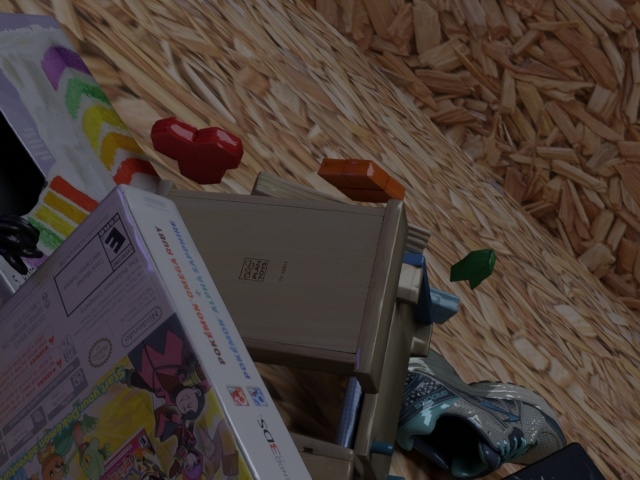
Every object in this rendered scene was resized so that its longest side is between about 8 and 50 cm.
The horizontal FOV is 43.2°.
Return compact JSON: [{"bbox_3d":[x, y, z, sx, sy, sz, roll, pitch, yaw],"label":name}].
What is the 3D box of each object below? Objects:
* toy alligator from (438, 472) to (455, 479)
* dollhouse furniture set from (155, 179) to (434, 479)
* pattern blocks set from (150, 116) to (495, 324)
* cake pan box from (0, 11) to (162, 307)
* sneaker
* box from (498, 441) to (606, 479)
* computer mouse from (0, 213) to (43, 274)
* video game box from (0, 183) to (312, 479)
[{"bbox_3d":[0.175,0.316,0.814,0.051,0.056,0.190,-27,52,-34],"label":"toy alligator"},{"bbox_3d":[-0.028,0.132,0.696,0.303,0.198,0.286,67,32,-59],"label":"dollhouse furniture set"},{"bbox_3d":[0.000,0.000,0.784,0.325,0.285,0.026,15,63,3],"label":"pattern blocks set"},{"bbox_3d":[-0.235,-0.061,0.620,0.245,0.070,0.267,55,21,0],"label":"cake pan box"},{"bbox_3d":[0.170,0.220,0.894,0.283,0.110,0.122,24,27,-27],"label":"sneaker"},{"bbox_3d":[0.182,0.354,0.578,0.312,0.179,0.343,7,45,-57],"label":"box"},{"bbox_3d":[-0.249,0.007,0.413,0.193,0.042,0.106,-12,17,-29],"label":"computer mouse"},{"bbox_3d":[-0.117,0.107,0.408,0.048,0.205,0.187,19,35,-53],"label":"video game box"}]
